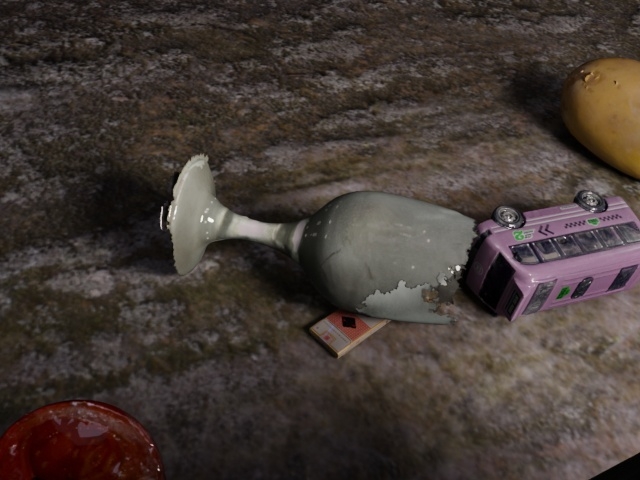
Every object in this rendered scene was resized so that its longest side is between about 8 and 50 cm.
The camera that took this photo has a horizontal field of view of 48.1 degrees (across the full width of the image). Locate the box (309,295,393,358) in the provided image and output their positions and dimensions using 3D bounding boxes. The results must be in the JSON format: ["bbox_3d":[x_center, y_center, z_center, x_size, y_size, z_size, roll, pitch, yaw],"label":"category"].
[{"bbox_3d":[0.034,0.090,0.772,0.083,0.012,0.046,-30,54,-32],"label":"box"}]

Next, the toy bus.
[{"bbox_3d":[0.264,0.020,0.806,0.199,0.096,0.108,-11,51,-19],"label":"toy bus"}]

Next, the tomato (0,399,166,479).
[{"bbox_3d":[-0.188,0.211,0.579,0.139,0.091,0.159,-14,74,-5],"label":"tomato"}]

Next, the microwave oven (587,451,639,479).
[{"bbox_3d":[0.171,0.214,0.291,0.394,0.333,0.247,12,46,-59],"label":"microwave oven"}]

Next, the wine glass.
[{"bbox_3d":[0.000,0.000,0.759,0.321,0.143,0.143,10,45,11],"label":"wine glass"}]

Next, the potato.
[{"bbox_3d":[0.438,-0.164,0.986,0.234,0.146,0.150,38,84,29],"label":"potato"}]
